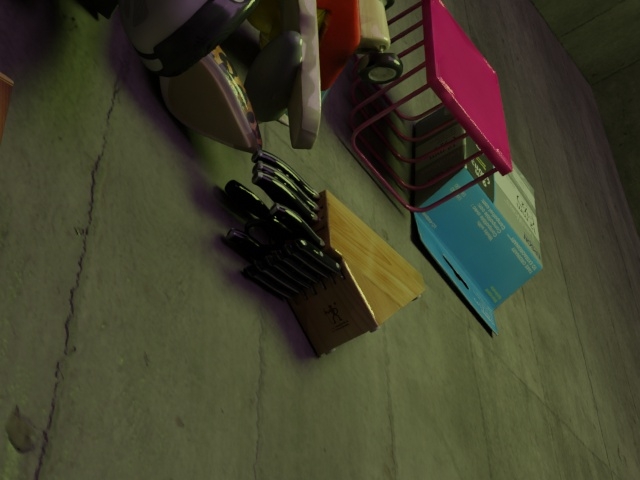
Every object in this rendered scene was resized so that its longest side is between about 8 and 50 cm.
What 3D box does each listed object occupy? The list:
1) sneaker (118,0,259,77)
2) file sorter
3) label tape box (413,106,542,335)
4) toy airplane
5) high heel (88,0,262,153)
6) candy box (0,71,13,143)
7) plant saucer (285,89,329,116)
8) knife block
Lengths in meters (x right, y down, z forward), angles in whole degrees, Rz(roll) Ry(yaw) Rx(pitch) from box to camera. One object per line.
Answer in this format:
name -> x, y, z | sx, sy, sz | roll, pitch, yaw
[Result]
sneaker -> -0.201, -0.351, 1.062 | 0.257, 0.169, 0.447 | 42, 21, -36
file sorter -> 0.161, -0.215, 1.726 | 0.202, 0.182, 0.290 | 46, 27, -28
label tape box -> 0.268, -0.048, 1.844 | 0.249, 0.115, 0.347 | 49, 26, -26
toy airplane -> -0.045, -0.332, 1.338 | 0.386, 0.272, 0.384 | -86, 169, -68
high heel -> -0.131, -0.226, 1.264 | 0.261, 0.093, 0.186 | 48, 32, -8
candy box -> -0.302, -0.084, 0.835 | 0.109, 0.053, 0.186 | 42, 32, -37
plant saucer -> -0.021, -0.212, 1.568 | 0.067, 0.018, 0.192 | 53, 26, -16
knife block -> 0.000, 0.000, 1.294 | 0.242, 0.088, 0.276 | 63, 25, 1
